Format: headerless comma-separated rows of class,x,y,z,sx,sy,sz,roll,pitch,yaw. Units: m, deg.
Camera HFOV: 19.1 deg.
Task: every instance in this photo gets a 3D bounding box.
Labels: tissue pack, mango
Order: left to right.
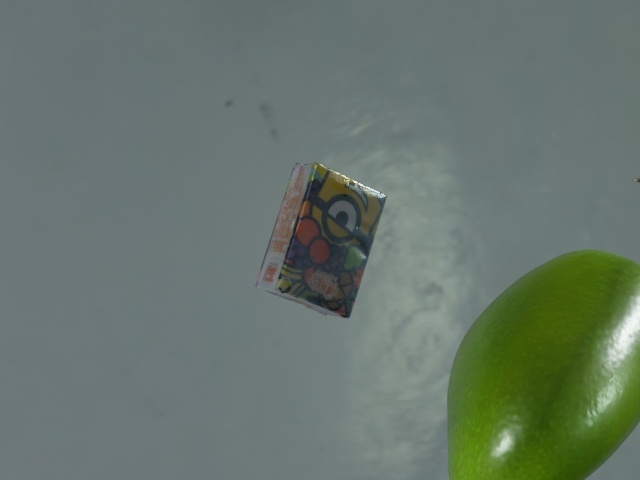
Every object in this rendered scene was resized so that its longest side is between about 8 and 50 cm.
tissue pack,0.000,0.000,1.174,0.063,0.035,0.083,25,81,-35
mango,0.196,0.129,1.666,0.156,0.192,0.343,56,36,-9

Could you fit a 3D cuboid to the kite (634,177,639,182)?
kite,0.408,-0.059,2.133,0.125,0.222,0.008,10,108,-12
